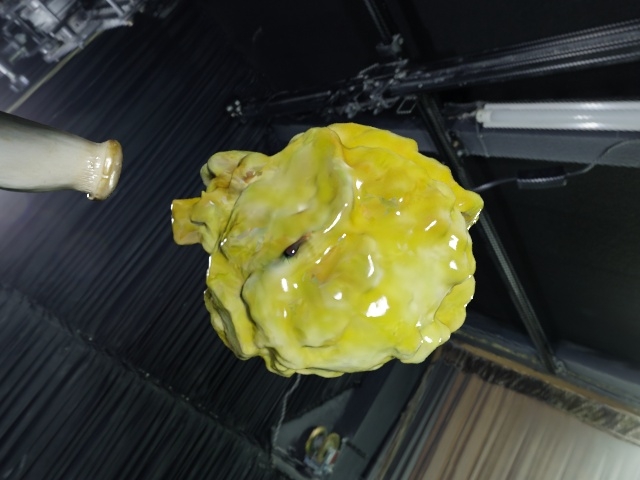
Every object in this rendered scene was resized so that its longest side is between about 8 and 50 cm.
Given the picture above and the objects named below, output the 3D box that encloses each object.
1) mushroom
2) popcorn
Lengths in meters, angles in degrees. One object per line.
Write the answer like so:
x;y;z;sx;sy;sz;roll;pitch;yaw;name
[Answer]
-0.565;-0.159;0.919;0.407;0.138;0.154;10;21;-31;mushroom
0.000;0.000;0.435;0.266;0.233;0.192;21;-8;11;popcorn
